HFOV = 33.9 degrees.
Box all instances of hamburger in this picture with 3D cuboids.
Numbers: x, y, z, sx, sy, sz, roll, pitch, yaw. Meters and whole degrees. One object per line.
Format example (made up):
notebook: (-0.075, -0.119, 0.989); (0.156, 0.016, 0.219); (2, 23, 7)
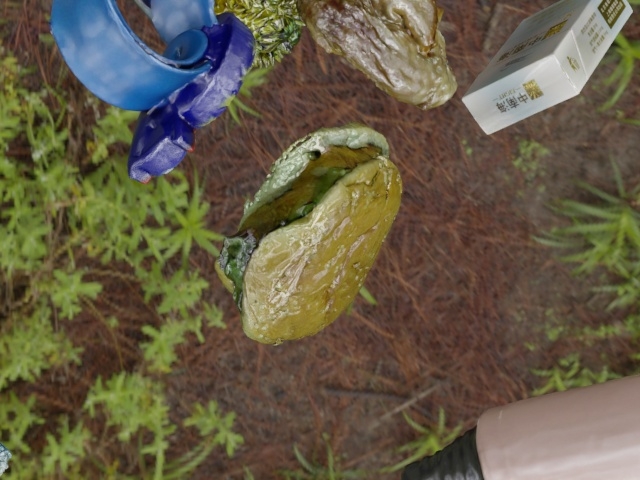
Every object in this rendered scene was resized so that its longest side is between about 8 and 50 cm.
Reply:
hamburger: (-0.001, 0.000, 1.312); (0.265, 0.134, 0.285); (-15, 142, -47)

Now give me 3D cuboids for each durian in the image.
durian: (-0.129, -0.370, 1.510); (0.224, 0.291, 0.291); (8, 117, 13)

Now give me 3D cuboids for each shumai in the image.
shumai: (0.051, -0.167, 0.804); (0.139, 0.123, 0.105); (-6, 133, -25)

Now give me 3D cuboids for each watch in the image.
watch: (-0.187, -0.211, 1.127); (0.171, 0.196, 0.200); (-31, 127, 28)

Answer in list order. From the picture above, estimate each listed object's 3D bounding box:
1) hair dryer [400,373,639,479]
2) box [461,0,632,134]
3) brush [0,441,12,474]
hair dryer: (0.190, 0.082, 0.420); (0.344, 0.189, 0.107); (-18, 143, 25)
box: (0.305, -0.250, 1.404); (0.155, 0.243, 0.067); (-25, 109, 44)
brush: (-0.411, 0.292, 1.125); (0.196, 0.070, 0.021); (-54, 152, -12)
